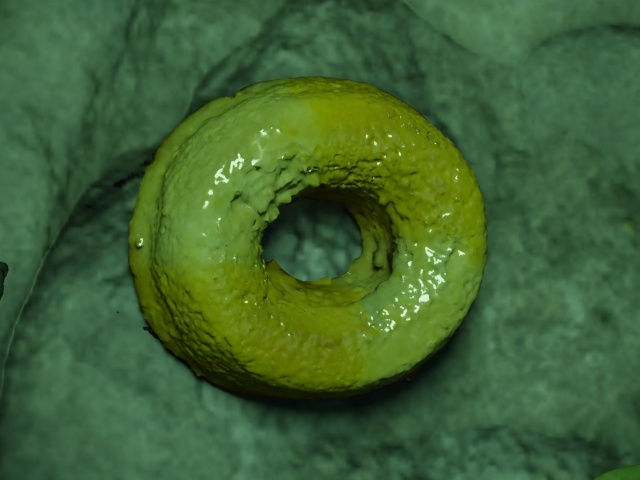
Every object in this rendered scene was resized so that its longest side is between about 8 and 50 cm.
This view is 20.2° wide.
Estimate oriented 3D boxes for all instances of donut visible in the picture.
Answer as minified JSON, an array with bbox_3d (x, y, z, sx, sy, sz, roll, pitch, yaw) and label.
[{"bbox_3d":[0.000,0.000,0.862,0.178,0.065,0.162,-11,93,-19],"label":"donut"}]

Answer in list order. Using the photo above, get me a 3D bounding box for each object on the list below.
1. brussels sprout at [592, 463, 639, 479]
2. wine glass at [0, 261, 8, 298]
[{"bbox_3d":[0.154,0.192,0.900,0.181,0.100,0.139,-20,112,-35],"label":"brussels sprout"},{"bbox_3d":[-0.348,0.081,0.654,0.406,0.267,0.267,16,84,-14],"label":"wine glass"}]
